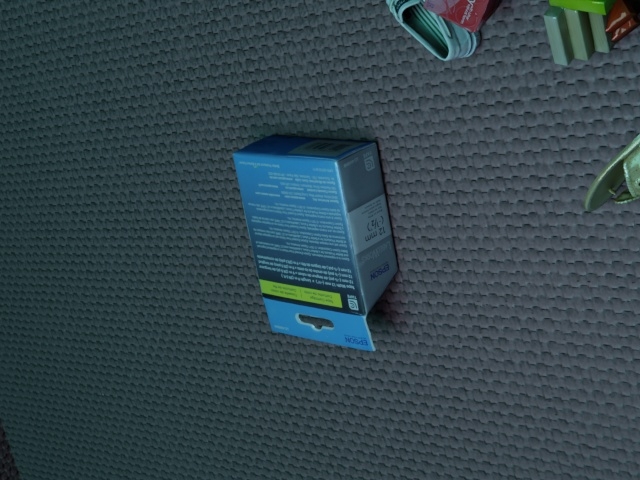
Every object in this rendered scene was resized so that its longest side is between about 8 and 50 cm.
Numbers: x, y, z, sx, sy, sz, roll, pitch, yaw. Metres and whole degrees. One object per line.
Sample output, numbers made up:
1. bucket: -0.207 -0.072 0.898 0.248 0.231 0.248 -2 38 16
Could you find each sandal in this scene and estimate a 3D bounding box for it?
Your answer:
1. sandal: 0.446 -0.101 1.677 0.079 0.088 0.240 48 131 24

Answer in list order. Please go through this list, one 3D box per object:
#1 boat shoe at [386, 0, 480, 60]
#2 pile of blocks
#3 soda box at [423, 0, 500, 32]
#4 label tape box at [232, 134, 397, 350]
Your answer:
1. boat shoe: 0.142 -0.357 1.848 0.226 0.075 0.083 44 135 18
2. pile of blocks: 0.362 -0.394 1.561 0.112 0.149 0.362 18 122 38
3. soda box: 0.227 -0.415 1.687 0.092 0.083 0.263 30 140 10
4. label tape box: 0.000 0.000 2.149 0.249 0.115 0.348 8 118 42
